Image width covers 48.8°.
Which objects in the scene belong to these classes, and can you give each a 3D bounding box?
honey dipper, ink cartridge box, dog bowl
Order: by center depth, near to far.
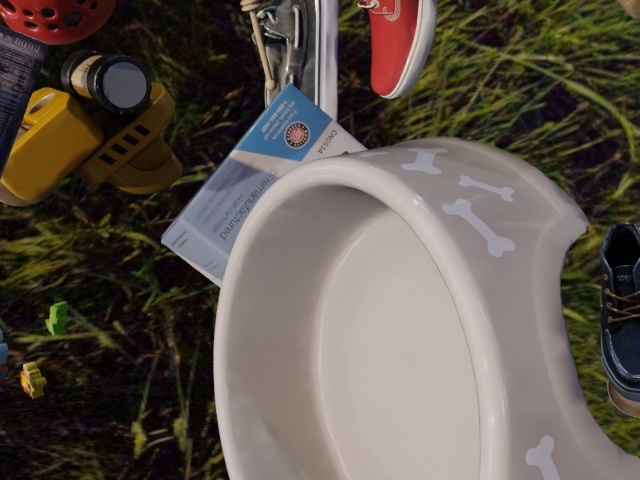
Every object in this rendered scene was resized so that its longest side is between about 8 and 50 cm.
[{"bbox_3d":[0.037,0.099,0.482,0.102,0.349,0.349,0,77,-34],"label":"dog bowl"},{"bbox_3d":[0.000,0.000,0.871,0.307,0.129,0.223,39,67,-11],"label":"ink cartridge box"},{"bbox_3d":[-0.090,-0.302,1.052,0.030,0.030,0.161,-35,121,-36],"label":"honey dipper"}]

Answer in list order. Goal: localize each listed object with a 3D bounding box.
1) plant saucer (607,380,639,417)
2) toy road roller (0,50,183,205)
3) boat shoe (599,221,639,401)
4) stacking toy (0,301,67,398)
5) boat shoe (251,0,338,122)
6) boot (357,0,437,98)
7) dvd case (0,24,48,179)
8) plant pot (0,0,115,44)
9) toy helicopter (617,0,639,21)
[{"bbox_3d":[0.429,0.196,0.946,0.083,0.083,0.015,67,22,-1],"label":"plant saucer"},{"bbox_3d":[-0.384,-0.150,1.181,0.329,0.202,0.240,-45,125,-16],"label":"toy road roller"},{"bbox_3d":[0.315,0.069,0.724,0.083,0.065,0.183,59,32,-38],"label":"boat shoe"},{"bbox_3d":[-0.461,0.169,0.990,0.167,0.221,0.052,-14,54,-44],"label":"stacking toy"},{"bbox_3d":[-0.045,-0.320,1.086,0.119,0.121,0.335,-7,92,-24],"label":"boat shoe"},{"bbox_3d":[0.038,-0.278,0.754,0.176,0.088,0.244,-3,107,-27],"label":"boot"},{"bbox_3d":[-0.359,-0.116,0.630,0.164,0.018,0.221,19,65,-22],"label":"dvd case"},{"bbox_3d":[-0.424,-0.430,1.087,0.191,0.174,0.191,2,68,-5],"label":"plant pot"},{"bbox_3d":[0.244,-0.279,0.425,0.355,0.235,0.140,59,10,-58],"label":"toy helicopter"}]
